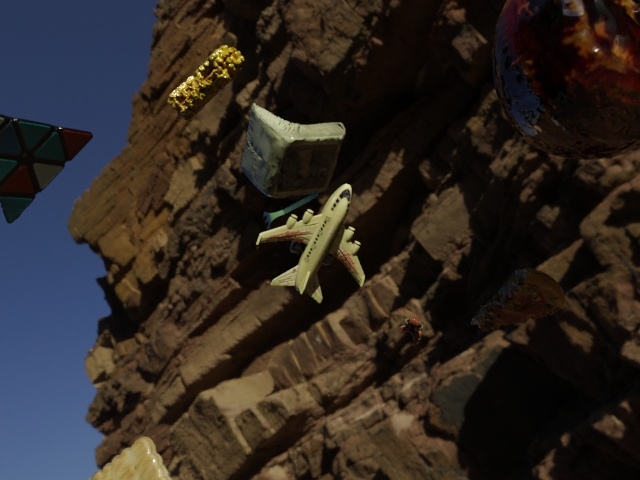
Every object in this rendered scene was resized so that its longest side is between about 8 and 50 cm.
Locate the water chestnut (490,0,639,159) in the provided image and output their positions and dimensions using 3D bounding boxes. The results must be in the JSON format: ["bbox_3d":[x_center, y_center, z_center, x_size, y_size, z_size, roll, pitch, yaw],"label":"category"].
[{"bbox_3d":[0.436,-0.293,0.898,0.351,0.350,0.302,-17,-6,-21],"label":"water chestnut"}]

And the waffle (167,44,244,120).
[{"bbox_3d":[-0.249,-0.349,1.178,0.193,0.197,0.070,-45,-74,-4],"label":"waffle"}]

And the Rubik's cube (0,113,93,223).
[{"bbox_3d":[-0.651,-0.228,1.153,0.250,0.284,0.234,-18,-17,-4],"label":"Rubik's cube"}]

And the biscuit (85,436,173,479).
[{"bbox_3d":[-0.358,0.485,0.834,0.325,0.217,0.044,-38,-34,-7],"label":"biscuit"}]

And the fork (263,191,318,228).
[{"bbox_3d":[-0.073,-0.065,1.127,0.021,0.039,0.235,-18,-3,-34],"label":"fork"}]

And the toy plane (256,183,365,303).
[{"bbox_3d":[0.000,0.000,1.055,0.229,0.092,0.244,22,-82,-13],"label":"toy plane"}]

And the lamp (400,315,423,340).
[{"bbox_3d":[0.250,0.234,1.451,0.083,0.063,0.031,101,-166,-51],"label":"lamp"}]

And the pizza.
[{"bbox_3d":[0.396,0.140,1.106,0.188,0.062,0.199,27,-52,-35],"label":"pizza"}]

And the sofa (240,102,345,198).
[{"bbox_3d":[-0.074,-0.240,1.450,0.226,0.176,0.210,-13,-45,-33],"label":"sofa"}]
